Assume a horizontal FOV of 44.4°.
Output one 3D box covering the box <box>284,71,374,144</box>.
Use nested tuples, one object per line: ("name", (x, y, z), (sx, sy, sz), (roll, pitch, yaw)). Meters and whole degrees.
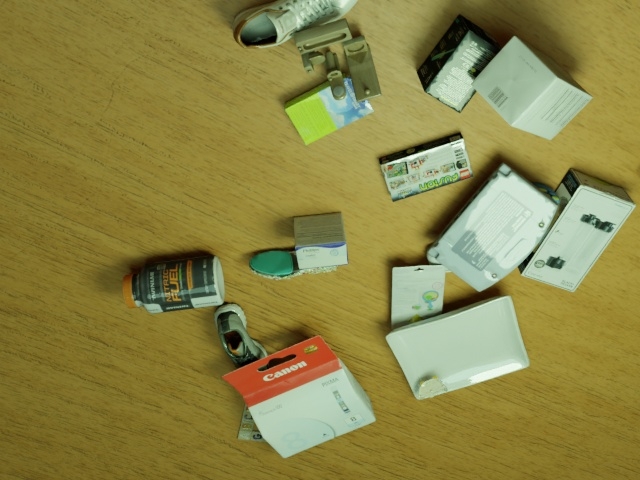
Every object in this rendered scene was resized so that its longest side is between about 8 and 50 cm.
("box", (0.020, -0.305, 1.794), (0.178, 0.042, 0.109), (-25, 122, 13))

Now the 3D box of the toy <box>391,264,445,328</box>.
("toy", (0.257, 0.141, 2.098), (0.136, 0.056, 0.237), (-3, 130, 0))

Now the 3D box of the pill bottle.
("pill bottle", (-0.376, 0.116, 1.999), (0.245, 0.130, 0.131), (-8, 124, 1))

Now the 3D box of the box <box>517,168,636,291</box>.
("box", (0.641, -0.022, 1.996), (0.169, 0.087, 0.290), (16, 122, -14))

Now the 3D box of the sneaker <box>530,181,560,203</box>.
("sneaker", (0.498, -0.098, 1.953), (0.188, 0.067, 0.078), (-3, 126, 6))

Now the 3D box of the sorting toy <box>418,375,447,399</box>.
("sorting toy", (0.328, 0.428, 2.245), (0.083, 0.045, 0.075), (-27, 141, 19))

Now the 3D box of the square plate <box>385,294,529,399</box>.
("square plate", (0.387, 0.296, 2.186), (0.347, 0.049, 0.344), (-19, 135, 9))

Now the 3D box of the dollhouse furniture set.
("dollhouse furniture set", (0.038, -0.371, 1.662), (0.144, 0.123, 0.151), (-15, 165, 8))

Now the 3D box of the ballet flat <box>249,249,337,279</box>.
("ballet flat", (-0.061, 0.067, 2.019), (0.240, 0.091, 0.077), (-6, 146, 5))

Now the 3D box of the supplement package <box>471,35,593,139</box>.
("supplement package", (0.459, -0.321, 1.685), (0.134, 0.139, 0.244), (-48, 153, 24))

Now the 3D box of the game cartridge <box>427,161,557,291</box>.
("game cartridge", (0.429, -0.023, 1.922), (0.196, 0.060, 0.294), (38, 113, -1))

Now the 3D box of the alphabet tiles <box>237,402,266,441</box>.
("alphabet tiles", (-0.135, 0.526, 2.361), (0.198, 0.009, 0.237), (8, 123, -9))

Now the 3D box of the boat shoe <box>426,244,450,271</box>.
("boat shoe", (0.391, 0.040, 2.037), (0.226, 0.083, 0.076), (-2, 136, 12))

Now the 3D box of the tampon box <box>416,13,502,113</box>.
("tampon box", (0.304, -0.385, 1.711), (0.101, 0.120, 0.161), (27, 118, -19))

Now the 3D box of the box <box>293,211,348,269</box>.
("box", (0.000, 0.000, 1.940), (0.126, 0.137, 0.072), (-6, 125, 0))

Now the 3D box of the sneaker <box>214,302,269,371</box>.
("sneaker", (-0.219, 0.302, 2.148), (0.100, 0.108, 0.272), (-20, 124, 7))

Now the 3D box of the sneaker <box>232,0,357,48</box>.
("sneaker", (-0.045, -0.467, 1.637), (0.290, 0.123, 0.106), (-22, 120, 10))

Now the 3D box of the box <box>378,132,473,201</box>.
("box", (0.256, -0.176, 1.899), (0.206, 0.036, 0.114), (-17, 123, 8))

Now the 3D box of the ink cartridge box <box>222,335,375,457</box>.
("ink cartridge box", (-0.053, 0.450, 2.217), (0.308, 0.091, 0.385), (-24, 135, 10))
